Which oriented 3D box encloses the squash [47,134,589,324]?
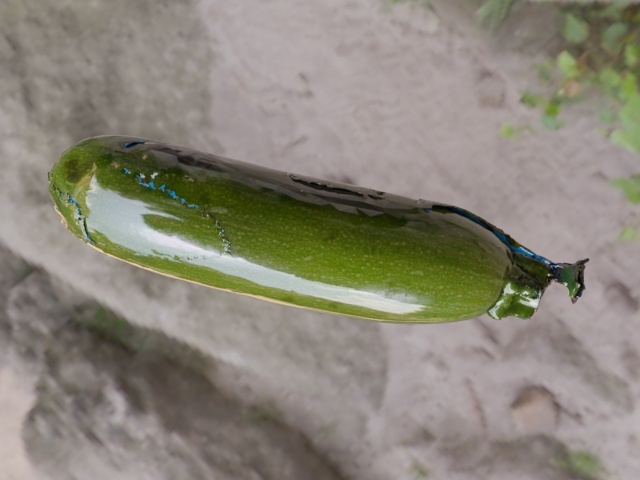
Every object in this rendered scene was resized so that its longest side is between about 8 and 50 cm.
[{"bbox_3d":[-0.001,0.001,0.915,0.332,0.087,0.087,12,140,-7],"label":"squash"}]
